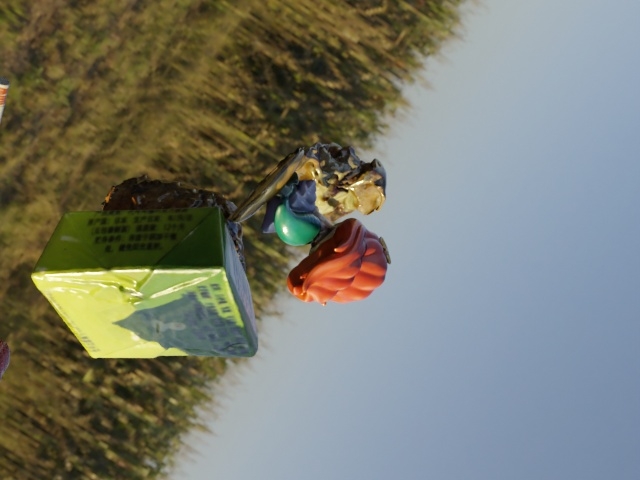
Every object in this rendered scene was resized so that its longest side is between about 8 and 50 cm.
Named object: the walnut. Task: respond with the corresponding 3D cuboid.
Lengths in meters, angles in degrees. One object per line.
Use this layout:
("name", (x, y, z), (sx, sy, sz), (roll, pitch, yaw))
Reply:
("walnut", (0.017, -0.125, 2.039), (0.141, 0.238, 0.204), (-88, -162, -45))

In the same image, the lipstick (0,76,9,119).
("lipstick", (-0.734, -0.303, 2.119), (0.038, 0.038, 0.131), (-65, 179, -62))

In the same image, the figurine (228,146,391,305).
("figurine", (-0.006, 0.005, 1.494), (0.181, 0.257, 0.208), (-49, -171, -14))

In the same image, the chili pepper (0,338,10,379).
("chili pepper", (-0.671, 0.280, 1.837), (0.192, 0.084, 0.086), (-73, 159, -47))

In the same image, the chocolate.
("chocolate", (-0.259, 0.072, 1.485), (0.301, 0.288, 0.137), (79, 10, -57))

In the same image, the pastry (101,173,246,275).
("pastry", (-0.366, 0.010, 2.158), (0.292, 0.404, 0.338), (51, 25, -63))
